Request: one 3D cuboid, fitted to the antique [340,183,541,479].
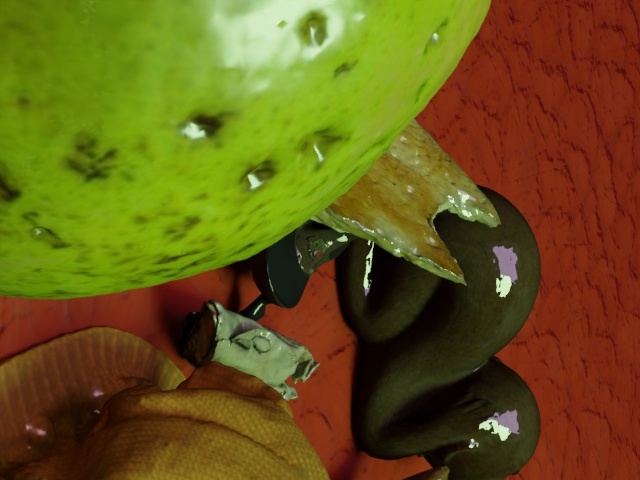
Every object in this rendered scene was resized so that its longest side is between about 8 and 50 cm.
[{"bbox_3d":[0.105,0.075,1.106,0.121,0.143,0.257,-22,111,-55],"label":"antique"}]

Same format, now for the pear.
[{"bbox_3d":[-0.085,-0.159,0.637,0.391,0.391,0.391,-2,93,-55],"label":"pear"}]

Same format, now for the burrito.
[{"bbox_3d":[-0.050,0.076,0.958,0.149,0.055,0.041,30,25,-57],"label":"burrito"}]

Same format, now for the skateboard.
[{"bbox_3d":[0.000,0.000,1.003,0.151,0.080,0.067,-36,115,-50],"label":"skateboard"}]

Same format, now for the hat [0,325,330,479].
[{"bbox_3d":[-0.057,0.157,0.795,0.244,0.233,0.233,52,49,-43],"label":"hat"}]

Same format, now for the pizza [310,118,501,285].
[{"bbox_3d":[0.017,-0.064,0.980,0.262,0.034,0.181,31,46,-19],"label":"pizza"}]

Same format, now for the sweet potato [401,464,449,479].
[{"bbox_3d":[-0.007,0.221,1.011,0.255,0.078,0.058,-17,64,-45],"label":"sweet potato"}]
